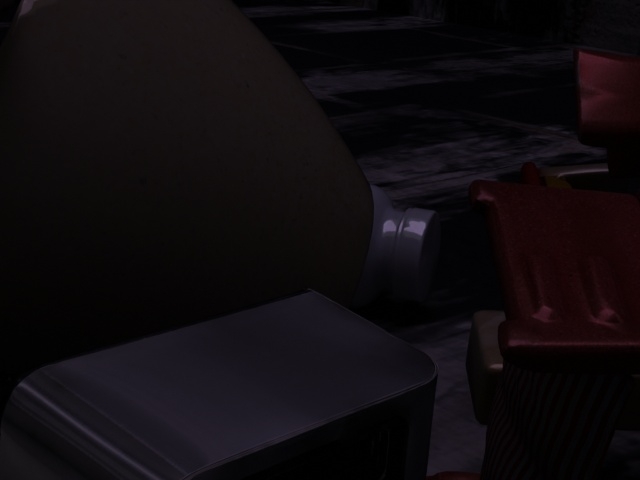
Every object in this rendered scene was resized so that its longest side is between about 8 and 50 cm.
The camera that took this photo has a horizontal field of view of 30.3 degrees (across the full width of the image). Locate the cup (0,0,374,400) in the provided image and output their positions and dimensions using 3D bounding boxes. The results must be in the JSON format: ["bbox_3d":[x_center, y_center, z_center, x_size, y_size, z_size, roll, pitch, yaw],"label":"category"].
[{"bbox_3d":[-0.110,-0.010,0.723,0.237,0.331,0.331,25,12,-17],"label":"cup"}]

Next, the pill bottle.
[{"bbox_3d":[0.000,0.000,0.966,0.184,0.103,0.103,9,19,17],"label":"pill bottle"}]

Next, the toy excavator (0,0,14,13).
[{"bbox_3d":[-0.356,-0.081,0.683,0.433,0.222,0.445,-23,12,1],"label":"toy excavator"}]

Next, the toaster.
[{"bbox_3d":[-0.043,0.121,0.470,0.186,0.168,0.110,-13,24,-43],"label":"toaster"}]

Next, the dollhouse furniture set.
[{"bbox_3d":[0.134,0.021,0.630,0.152,0.201,0.374,3,33,-2],"label":"dollhouse furniture set"}]
